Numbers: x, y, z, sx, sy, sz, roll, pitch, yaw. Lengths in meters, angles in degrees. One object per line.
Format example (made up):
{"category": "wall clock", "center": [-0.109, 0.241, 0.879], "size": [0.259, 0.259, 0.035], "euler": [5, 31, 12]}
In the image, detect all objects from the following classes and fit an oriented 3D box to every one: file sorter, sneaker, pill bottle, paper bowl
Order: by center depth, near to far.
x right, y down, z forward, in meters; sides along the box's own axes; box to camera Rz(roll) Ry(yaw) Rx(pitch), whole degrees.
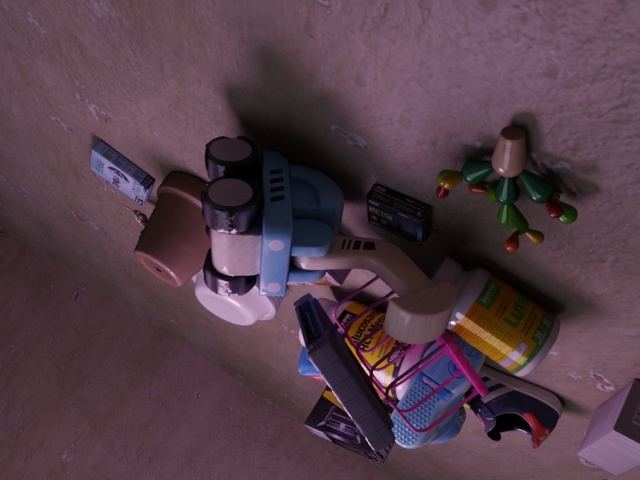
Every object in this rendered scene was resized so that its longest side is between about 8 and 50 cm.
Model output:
{"category": "pill bottle", "center": [0.315, 0.137, 1.297], "size": [0.246, 0.136, 0.136], "euler": [34, 157, 4]}
{"category": "file sorter", "center": [0.178, 0.232, 1.456], "size": [0.202, 0.182, 0.290], "euler": [53, 180, -37]}
{"category": "sneaker", "center": [0.307, 0.352, 1.615], "size": [0.127, 0.319, 0.208], "euler": [42, -170, 36]}
{"category": "sneaker", "center": [0.404, 0.400, 1.678], "size": [0.350, 0.148, 0.131], "euler": [14, 150, 38]}
{"category": "pill bottle", "center": [0.120, 0.267, 1.737], "size": [0.334, 0.188, 0.188], "euler": [19, 153, 29]}
{"category": "paper bowl", "center": [-0.252, 0.141, 1.990], "size": [0.284, 0.148, 0.284], "euler": [22, 153, 12]}

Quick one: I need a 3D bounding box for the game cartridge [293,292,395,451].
{"category": "game cartridge", "center": [0.041, 0.242, 1.327], "size": [0.230, 0.068, 0.355], "euler": [52, -179, -12]}

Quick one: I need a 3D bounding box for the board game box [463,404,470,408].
{"category": "board game box", "center": [0.352, 0.402, 1.879], "size": [0.181, 0.043, 0.092], "euler": [20, 154, 28]}

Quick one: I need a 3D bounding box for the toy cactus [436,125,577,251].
{"category": "toy cactus", "center": [0.268, -0.084, 1.005], "size": [0.219, 0.112, 0.180], "euler": [29, 148, 31]}

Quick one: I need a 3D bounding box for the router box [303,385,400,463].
{"category": "router box", "center": [0.128, 0.559, 2.221], "size": [0.309, 0.243, 0.081], "euler": [9, 146, 45]}

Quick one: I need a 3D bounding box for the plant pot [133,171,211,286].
{"category": "plant pot", "center": [-0.361, -0.011, 1.775], "size": [0.263, 0.229, 0.263], "euler": [29, 157, 13]}

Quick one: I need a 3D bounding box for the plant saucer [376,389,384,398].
{"category": "plant saucer", "center": [0.163, 0.450, 2.074], "size": [0.200, 0.200, 0.037], "euler": [84, 161, -61]}

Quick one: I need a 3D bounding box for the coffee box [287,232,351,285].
{"category": "coffee box", "center": [-0.044, 0.029, 1.602], "size": [0.141, 0.098, 0.246], "euler": [46, 154, -25]}

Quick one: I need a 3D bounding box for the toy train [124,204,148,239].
{"category": "toy train", "center": [-0.472, -0.051, 1.971], "size": [0.248, 0.105, 0.143], "euler": [42, 140, 2]}

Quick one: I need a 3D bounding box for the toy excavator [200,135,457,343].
{"category": "toy excavator", "center": [0.000, 0.000, 1.286], "size": [0.445, 0.433, 0.222], "euler": [0, 131, -7]}

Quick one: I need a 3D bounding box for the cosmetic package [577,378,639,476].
{"category": "cosmetic package", "center": [0.629, 0.391, 1.402], "size": [0.107, 0.127, 0.238], "euler": [26, 157, 18]}

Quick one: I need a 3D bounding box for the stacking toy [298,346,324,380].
{"category": "stacking toy", "center": [0.092, 0.382, 2.083], "size": [0.302, 0.165, 0.175], "euler": [31, 152, -33]}

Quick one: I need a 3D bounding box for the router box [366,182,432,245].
{"category": "router box", "center": [0.148, -0.048, 1.284], "size": [0.122, 0.038, 0.092], "euler": [25, 154, 20]}

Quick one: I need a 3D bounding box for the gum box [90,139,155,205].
{"category": "gum box", "center": [-0.563, -0.187, 1.927], "size": [0.184, 0.041, 0.157], "euler": [36, 156, -8]}
